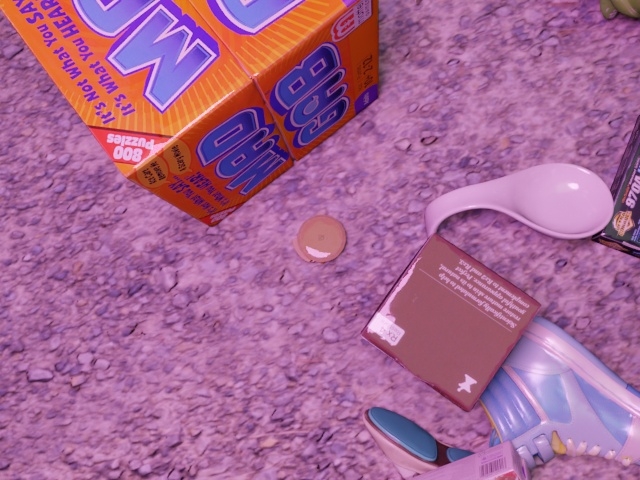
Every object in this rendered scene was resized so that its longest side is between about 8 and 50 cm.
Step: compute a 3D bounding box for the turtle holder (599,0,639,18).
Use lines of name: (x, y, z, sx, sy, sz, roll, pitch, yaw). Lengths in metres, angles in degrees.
turtle holder: (0.494, -0.461, 0.832, 0.228, 0.320, 0.243, 14, 64, 43)

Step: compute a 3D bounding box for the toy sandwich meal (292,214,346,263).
toy sandwich meal: (0.000, 0.000, 0.977, 0.086, 0.029, 0.085, -1, 79, 3)

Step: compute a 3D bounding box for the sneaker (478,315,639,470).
sneaker: (0.361, 0.282, 0.859, 0.319, 0.127, 0.208, 42, 86, 18)

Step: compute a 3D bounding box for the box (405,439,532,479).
box: (0.133, 0.373, 0.841, 0.324, 0.067, 0.063, -30, 99, 19)

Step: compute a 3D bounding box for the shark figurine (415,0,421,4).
shark figurine: (0.093, -0.485, 0.980, 0.116, 0.278, 0.166, 35, 122, 45)

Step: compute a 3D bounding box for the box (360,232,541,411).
box: (0.172, 0.113, 0.857, 0.169, 0.203, 0.167, 35, 87, 8)

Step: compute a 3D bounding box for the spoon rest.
spoon rest: (0.297, -0.052, 0.917, 0.277, 0.084, 0.137, -8, 59, 6)

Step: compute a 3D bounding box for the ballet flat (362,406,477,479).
ballet flat: (0.166, 0.332, 0.896, 0.249, 0.086, 0.086, 23, 86, 7)

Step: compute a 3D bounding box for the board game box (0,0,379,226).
board game box: (-0.164, -0.288, 0.861, 0.356, 0.356, 0.356, -38, 81, 0)

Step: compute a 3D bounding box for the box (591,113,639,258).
box: (0.538, -0.071, 0.921, 0.175, 0.051, 0.220, 22, 85, 8)
